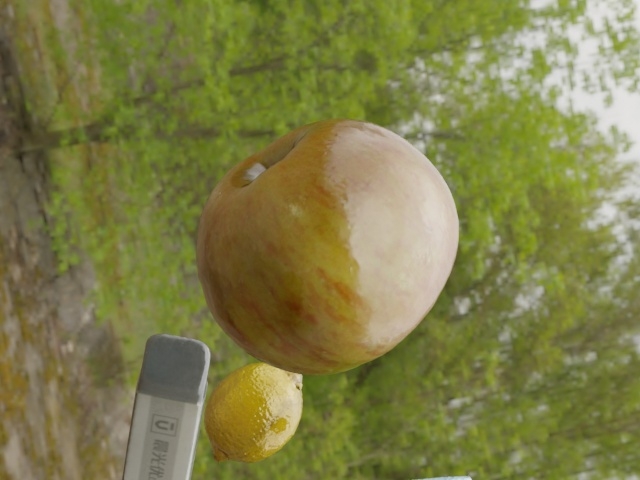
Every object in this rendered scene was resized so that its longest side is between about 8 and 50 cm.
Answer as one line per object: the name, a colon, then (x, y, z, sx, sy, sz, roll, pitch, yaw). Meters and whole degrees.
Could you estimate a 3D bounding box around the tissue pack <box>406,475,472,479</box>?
tissue pack: (0.165, 0.528, 2.193, 0.177, 0.263, 0.089, -40, -120, 33)

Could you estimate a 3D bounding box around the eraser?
eraser: (-0.205, 0.278, 1.446, 0.061, 0.089, 0.351, -81, -178, -61)

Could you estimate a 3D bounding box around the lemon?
lemon: (-0.136, 0.355, 2.340, 0.188, 0.256, 0.188, 42, -5, 5)

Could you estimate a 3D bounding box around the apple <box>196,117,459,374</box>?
apple: (0.000, 0.000, 1.676, 0.334, 0.400, 0.400, 36, 11, -21)
